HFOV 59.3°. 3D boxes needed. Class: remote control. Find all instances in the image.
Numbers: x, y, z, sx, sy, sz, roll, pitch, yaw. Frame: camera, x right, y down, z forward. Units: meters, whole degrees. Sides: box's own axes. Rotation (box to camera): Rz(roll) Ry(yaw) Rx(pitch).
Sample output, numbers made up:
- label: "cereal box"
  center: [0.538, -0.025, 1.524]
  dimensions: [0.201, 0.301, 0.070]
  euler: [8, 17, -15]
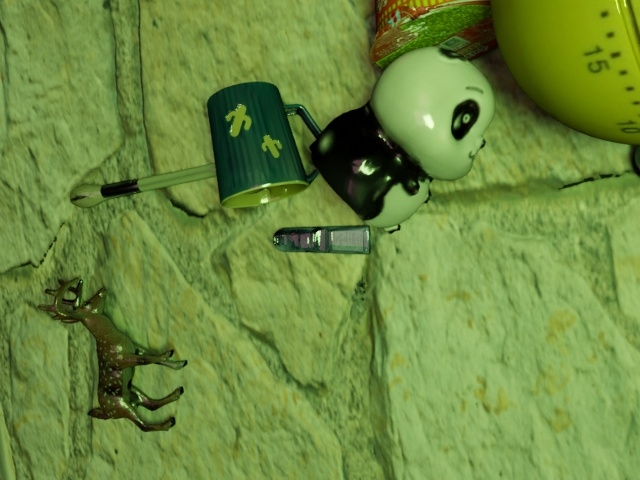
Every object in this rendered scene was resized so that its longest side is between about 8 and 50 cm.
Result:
- label: "remote control"
  center: [0.001, 0.000, 0.853]
  dimensions: [0.152, 0.027, 0.044]
  euler: [-1, 90, 15]

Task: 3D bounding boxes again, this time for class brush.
- label: "brush"
  center: [-0.285, -0.093, 0.923]
  dimensions: [0.298, 0.042, 0.039]
  euler: [-9, 52, 16]

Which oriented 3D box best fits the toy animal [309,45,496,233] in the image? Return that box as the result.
- label: "toy animal"
  center: [0.114, -0.135, 0.726]
  dimensions: [0.235, 0.187, 0.165]
  euler: [-38, 71, 15]

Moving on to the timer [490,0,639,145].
- label: "timer"
  center: [0.367, -0.266, 0.516]
  dimensions: [0.386, 0.376, 0.377]
  euler: [-5, 93, 46]

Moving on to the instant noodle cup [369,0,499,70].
- label: "instant noodle cup"
  center: [0.138, -0.351, 0.715]
  dimensions: [0.192, 0.193, 0.212]
  euler: [-11, 83, 17]

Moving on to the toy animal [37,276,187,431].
- label: "toy animal"
  center: [-0.356, 0.197, 0.943]
  dimensions: [0.259, 0.087, 0.244]
  euler: [9, 95, 13]

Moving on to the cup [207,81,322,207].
- label: "cup"
  center: [-0.077, -0.143, 0.824]
  dimensions: [0.176, 0.131, 0.155]
  euler: [-14, 86, -12]

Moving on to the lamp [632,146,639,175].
- label: "lamp"
  center: [0.506, -0.230, 0.642]
  dimensions: [0.371, 0.108, 0.130]
  euler: [-45, 77, 15]
